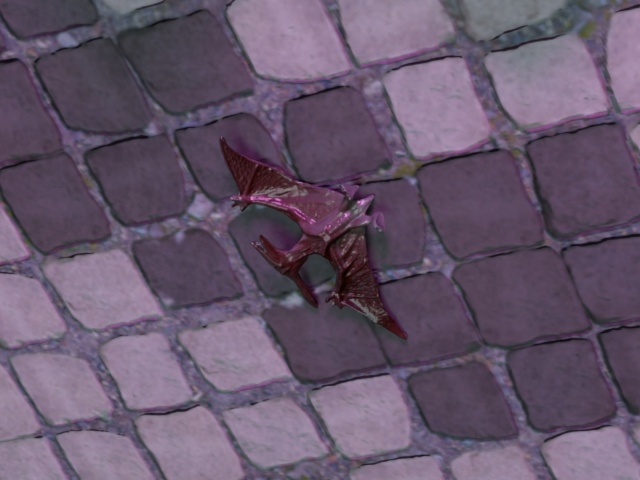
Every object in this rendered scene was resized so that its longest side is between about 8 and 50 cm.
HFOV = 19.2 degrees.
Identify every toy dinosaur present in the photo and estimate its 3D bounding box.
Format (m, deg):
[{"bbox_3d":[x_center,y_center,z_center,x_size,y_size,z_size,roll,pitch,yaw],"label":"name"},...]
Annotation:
[{"bbox_3d":[0.001,-0.001,1.400,0.108,0.032,0.220,-31,111,31],"label":"toy dinosaur"}]
